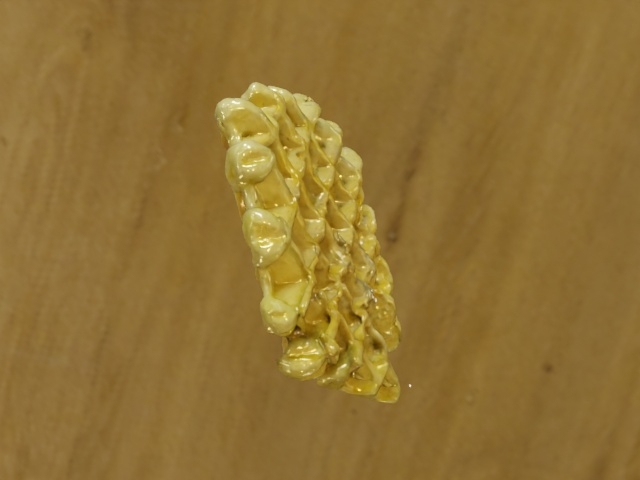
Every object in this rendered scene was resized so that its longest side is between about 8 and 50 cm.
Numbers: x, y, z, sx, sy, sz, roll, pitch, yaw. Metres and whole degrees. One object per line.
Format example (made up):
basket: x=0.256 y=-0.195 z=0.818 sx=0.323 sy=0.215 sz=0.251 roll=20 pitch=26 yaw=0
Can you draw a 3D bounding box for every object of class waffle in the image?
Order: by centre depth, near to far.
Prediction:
waffle: x=-0.002 y=0.001 z=1.253 sx=0.056 sy=0.250 sz=0.261 roll=-21 pitch=163 yaw=20
